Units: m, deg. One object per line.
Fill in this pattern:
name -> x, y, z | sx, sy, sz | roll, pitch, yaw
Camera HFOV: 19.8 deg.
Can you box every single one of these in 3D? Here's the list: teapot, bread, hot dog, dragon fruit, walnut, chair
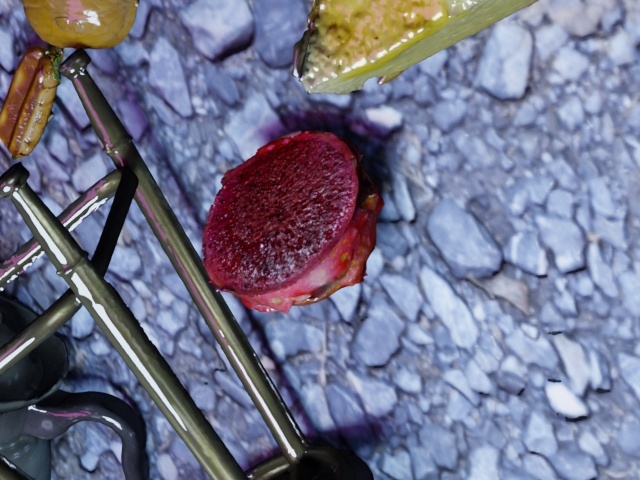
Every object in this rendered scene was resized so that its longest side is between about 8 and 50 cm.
teapot -> -0.318, 0.189, 1.704 | 0.305, 0.223, 0.285 | 36, 125, 26
bread -> 0.042, -0.181, 1.226 | 0.169, 0.140, 0.160 | 53, 125, 12
hot dog -> -0.250, -0.122, 1.602 | 0.049, 0.037, 0.122 | 52, 132, 24
dragon fruit -> 0.000, 0.000, 1.401 | 0.153, 0.153, 0.111 | 7, 159, 40
walnut -> -0.209, -0.197, 1.509 | 0.121, 0.052, 0.091 | 7, 113, 38
chair -> -0.198, 0.153, 1.426 | 0.362, 0.365, 0.410 | -39, 105, 12
